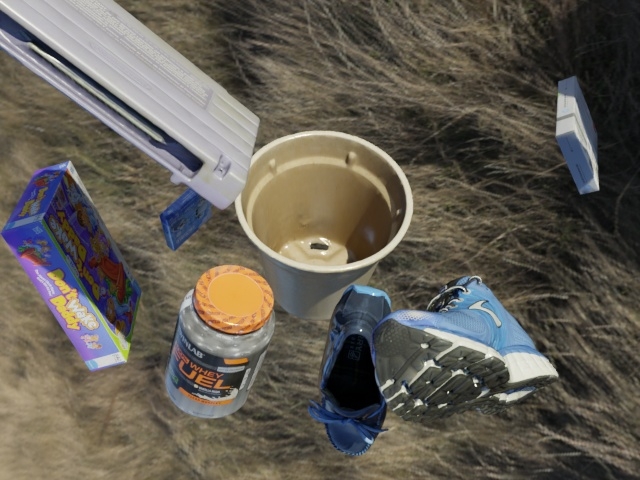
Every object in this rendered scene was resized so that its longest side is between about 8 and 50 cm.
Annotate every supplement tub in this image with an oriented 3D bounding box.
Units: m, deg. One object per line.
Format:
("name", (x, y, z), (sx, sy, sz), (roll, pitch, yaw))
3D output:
("supplement tub", (-0.124, 0.126, 0.817), (0.117, 0.117, 0.190), (48, 138, 27))

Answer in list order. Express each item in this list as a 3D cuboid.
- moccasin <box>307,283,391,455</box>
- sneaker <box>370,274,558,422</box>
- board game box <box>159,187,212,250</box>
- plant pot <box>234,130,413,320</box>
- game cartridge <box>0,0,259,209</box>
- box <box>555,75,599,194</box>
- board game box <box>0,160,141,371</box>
("moccasin", (0.039, 0.228, 1.037), (0.138, 0.117, 0.342), (5, 124, 12))
("sneaker", (0.150, 0.118, 0.764), (0.130, 0.330, 0.147), (-40, 57, 21))
("board game box", (-0.210, -0.039, 1.038), (0.020, 0.090, 0.090), (35, 152, 15))
("plant pot", (0.000, 0.000, 1.357), (0.334, 0.334, 0.305), (50, 157, 26))
("game cartridge", (-0.229, -0.197, 0.764), (0.355, 0.230, 0.068), (37, 109, -19))
("box", (0.489, -0.202, 1.254), (0.038, 0.186, 0.145), (-13, 128, 33))
("board game box", (-0.474, 0.052, 1.305), (0.233, 0.078, 0.347), (-100, -7, -56))
